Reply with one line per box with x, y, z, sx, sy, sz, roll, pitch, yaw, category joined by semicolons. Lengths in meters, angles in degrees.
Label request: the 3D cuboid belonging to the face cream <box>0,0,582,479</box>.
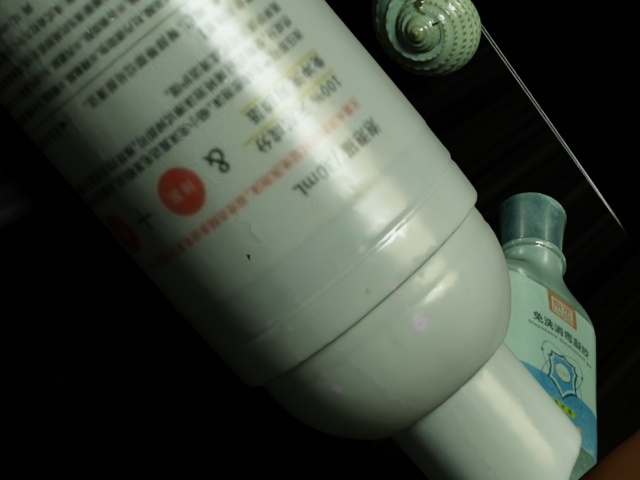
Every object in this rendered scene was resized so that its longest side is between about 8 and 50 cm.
0.000;0.000;0.904;0.370;0.145;0.145;50;35;-8;face cream

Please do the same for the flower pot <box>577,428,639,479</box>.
0.173;0.180;0.927;0.190;0.173;0.191;31;40;-31;flower pot

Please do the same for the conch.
0.059;-0.130;1.155;0.076;0.057;0.085;38;4;6;conch

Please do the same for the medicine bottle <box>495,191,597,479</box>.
0.112;0.059;1.060;0.090;0.053;0.208;35;39;-23;medicine bottle
